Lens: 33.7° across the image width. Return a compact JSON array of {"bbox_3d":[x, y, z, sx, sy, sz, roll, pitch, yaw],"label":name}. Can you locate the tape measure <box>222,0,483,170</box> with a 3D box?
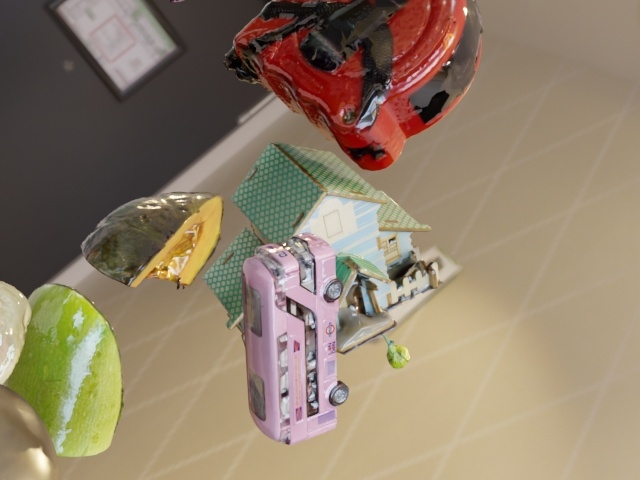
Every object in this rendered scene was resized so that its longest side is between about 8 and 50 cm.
[{"bbox_3d":[0.051,-0.226,1.205,0.253,0.260,0.114,44,0,33],"label":"tape measure"}]

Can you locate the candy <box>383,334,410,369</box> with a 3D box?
[{"bbox_3d":[0.106,0.156,1.594,0.123,0.035,0.035,59,7,-52],"label":"candy"}]

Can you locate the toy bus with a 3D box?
[{"bbox_3d":[-0.025,0.097,1.002,0.063,0.090,0.203,30,-53,50],"label":"toy bus"}]

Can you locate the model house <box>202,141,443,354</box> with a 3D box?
[{"bbox_3d":[0.000,0.000,1.201,0.178,0.271,0.207,48,-23,51],"label":"model house"}]

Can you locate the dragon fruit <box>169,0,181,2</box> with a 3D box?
[{"bbox_3d":[-0.168,-0.310,1.067,0.142,0.130,0.121,23,-6,-14],"label":"dragon fruit"}]

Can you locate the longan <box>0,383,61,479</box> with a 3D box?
[{"bbox_3d":[-0.339,0.221,0.970,0.220,0.197,0.196,4,-31,25],"label":"longan"}]

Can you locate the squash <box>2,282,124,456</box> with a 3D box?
[{"bbox_3d":[-0.482,0.224,1.995,0.233,0.309,0.210,20,8,18],"label":"squash"}]

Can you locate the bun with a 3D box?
[{"bbox_3d":[-0.552,0.136,1.553,0.244,0.243,0.153,40,-19,53],"label":"bun"}]

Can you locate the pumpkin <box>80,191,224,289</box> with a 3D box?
[{"bbox_3d":[-0.254,-0.025,1.608,0.148,0.169,0.312,28,3,7],"label":"pumpkin"}]
